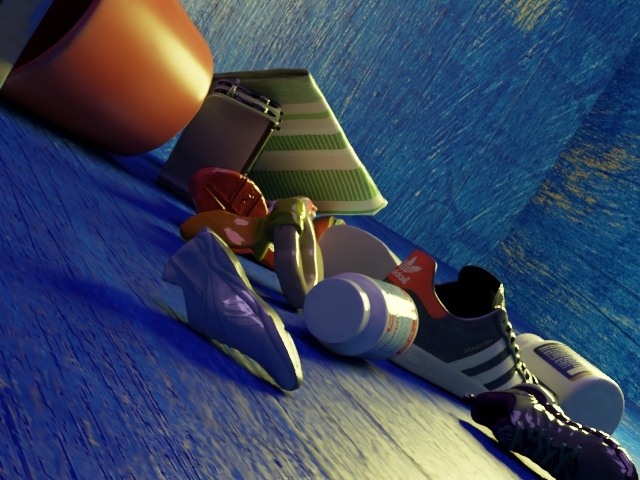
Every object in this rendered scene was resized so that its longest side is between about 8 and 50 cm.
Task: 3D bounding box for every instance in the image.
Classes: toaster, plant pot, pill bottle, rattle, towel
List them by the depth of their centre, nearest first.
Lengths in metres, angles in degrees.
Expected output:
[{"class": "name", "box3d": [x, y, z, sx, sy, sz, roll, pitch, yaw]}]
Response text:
[{"class": "pill bottle", "box3d": [0.041, 0.080, 1.440, 0.087, 0.087, 0.160, 35, 6, 21]}, {"class": "rattle", "box3d": [-0.057, 0.037, 1.578, 0.200, 0.142, 0.130, 61, 8, -68]}, {"class": "plant pot", "box3d": [-0.280, -0.249, 1.728, 0.275, 0.275, 0.243, 38, -2, 46]}, {"class": "toaster", "box3d": [-0.138, -0.125, 1.881, 0.110, 0.186, 0.168, 30, 13, -7]}, {"class": "pill bottle", "box3d": [0.328, 0.204, 1.923, 0.112, 0.112, 0.186, 30, 6, -30]}, {"class": "towel", "box3d": [-0.059, -0.142, 2.067, 0.247, 0.038, 0.325, 2, -35, 29]}]

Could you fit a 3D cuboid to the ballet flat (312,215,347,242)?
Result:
[{"class": "ballet flat", "box3d": [0.000, 0.000, 2.178, 0.073, 0.080, 0.232, 6, -1, 8]}]

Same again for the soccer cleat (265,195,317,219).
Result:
[{"class": "soccer cleat", "box3d": [-0.061, -0.031, 1.948, 0.095, 0.083, 0.248, 28, 8, -6]}]

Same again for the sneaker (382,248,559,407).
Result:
[{"class": "sneaker", "box3d": [0.204, 0.123, 1.708, 0.350, 0.148, 0.131, 30, 6, -38]}]

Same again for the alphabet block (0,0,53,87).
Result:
[{"class": "alphabet block", "box3d": [-0.436, -0.304, 1.551, 0.197, 0.192, 0.193, 27, 6, -44]}]

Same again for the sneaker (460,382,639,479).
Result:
[{"class": "sneaker", "box3d": [0.244, 0.229, 1.493, 0.098, 0.083, 0.223, 2, 19, -31]}]

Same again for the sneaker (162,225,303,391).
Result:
[{"class": "sneaker", "box3d": [-0.070, 0.064, 1.116, 0.152, 0.061, 0.054, 54, 1, 10]}]

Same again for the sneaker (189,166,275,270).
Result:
[{"class": "sneaker", "box3d": [-0.122, -0.037, 1.695, 0.128, 0.087, 0.221, 26, -13, 37]}]

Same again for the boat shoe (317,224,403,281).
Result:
[{"class": "boat shoe", "box3d": [0.108, 0.078, 1.872, 0.267, 0.096, 0.088, 35, 1, 8]}]
